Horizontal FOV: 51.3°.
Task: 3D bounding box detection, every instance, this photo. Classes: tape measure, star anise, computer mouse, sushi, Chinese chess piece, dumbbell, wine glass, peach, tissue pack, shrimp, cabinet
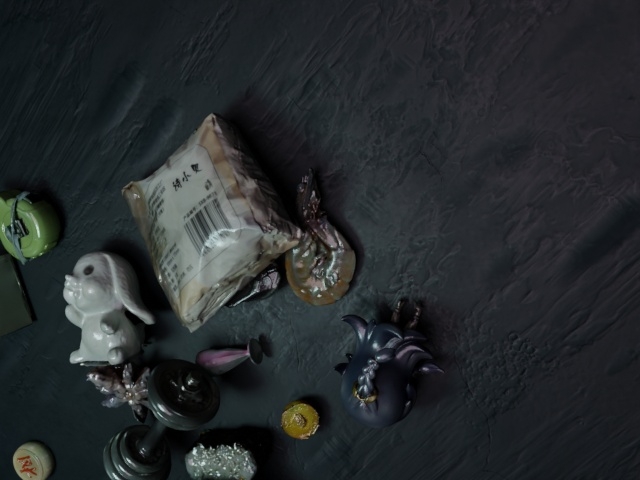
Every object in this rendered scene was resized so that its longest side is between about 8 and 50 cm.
[{"bbox_3d":[-0.763,-0.040,1.723,0.175,0.106,0.200,-10,100,26],"label":"tape measure"},{"bbox_3d":[-0.478,0.375,1.692,0.229,0.093,0.236,-34,121,27],"label":"star anise"},{"bbox_3d":[-0.175,0.095,1.551,0.192,0.062,0.106,-16,82,19],"label":"computer mouse"},{"bbox_3d":[-0.221,0.541,1.646,0.212,0.115,0.147,-16,93,25],"label":"sushi"},{"bbox_3d":[-0.833,0.645,1.939,0.122,0.051,0.122,5,104,19],"label":"Chinese chess piece"},{"bbox_3d":[-0.381,0.445,1.588,0.179,0.179,0.406,40,118,8],"label":"dumbbell"},{"bbox_3d":[-0.221,0.282,1.610,0.155,0.073,0.073,-20,94,22],"label":"wine glass"},{"bbox_3d":[-0.045,0.418,1.579,0.098,0.061,0.098,0,108,-1],"label":"peach"},{"bbox_3d":[-0.261,-0.044,1.467,0.375,0.195,0.390,-36,72,26],"label":"tissue pack"},{"bbox_3d":[0.000,0.000,1.467,0.164,0.062,0.317,6,109,15],"label":"shrimp"},{"bbox_3d":[-0.904,0.160,1.799,0.145,0.150,0.206,-13,98,27],"label":"cabinet"}]

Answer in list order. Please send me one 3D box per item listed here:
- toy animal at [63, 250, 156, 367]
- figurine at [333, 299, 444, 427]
[{"bbox_3d":[-0.516,0.175,1.647,0.249,0.174,0.289,17,109,29],"label":"toy animal"},{"bbox_3d":[0.133,0.269,1.425,0.175,0.197,0.265,19,116,54],"label":"figurine"}]
